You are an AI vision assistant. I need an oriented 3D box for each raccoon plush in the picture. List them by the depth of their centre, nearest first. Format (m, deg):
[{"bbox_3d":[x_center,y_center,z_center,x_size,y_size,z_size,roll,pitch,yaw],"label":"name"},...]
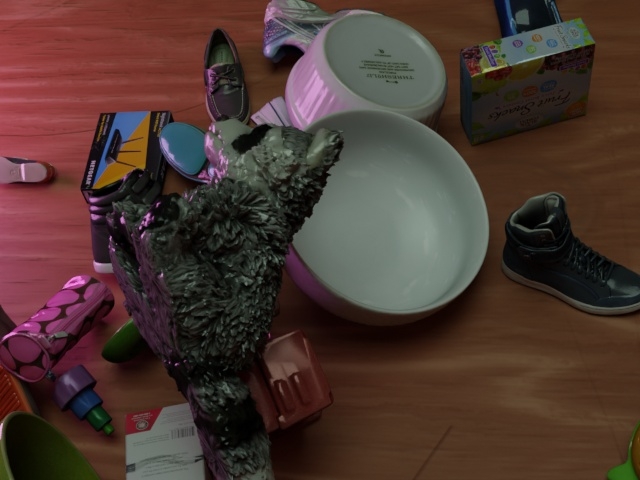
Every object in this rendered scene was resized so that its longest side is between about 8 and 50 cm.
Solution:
[{"bbox_3d":[-0.070,0.065,1.324,0.299,0.447,0.216,-22,11,-26],"label":"raccoon plush"}]

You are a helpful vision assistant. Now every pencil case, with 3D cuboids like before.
[{"bbox_3d":[-0.382,0.124,1.576,0.095,0.098,0.209,42,30,-6],"label":"pencil case"}]

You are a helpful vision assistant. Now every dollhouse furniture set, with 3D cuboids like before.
[{"bbox_3d":[-0.127,0.096,1.460,0.152,0.201,0.374,-22,77,-10],"label":"dollhouse furniture set"}]

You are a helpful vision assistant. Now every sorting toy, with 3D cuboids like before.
[{"bbox_3d":[-0.220,0.156,1.587,0.365,0.127,0.126,-40,81,-22],"label":"sorting toy"}]

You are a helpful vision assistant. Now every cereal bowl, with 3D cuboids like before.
[{"bbox_3d":[0.073,-0.022,1.600,0.338,0.141,0.339,8,63,-17],"label":"cereal bowl"}]

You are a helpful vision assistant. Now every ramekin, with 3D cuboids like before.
[{"bbox_3d":[0.085,-0.255,1.760,0.272,0.127,0.273,10,53,-14],"label":"ramekin"}]

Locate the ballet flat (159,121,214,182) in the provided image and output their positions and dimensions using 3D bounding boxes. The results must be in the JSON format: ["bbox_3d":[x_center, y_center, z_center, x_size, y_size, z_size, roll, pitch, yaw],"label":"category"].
[{"bbox_3d":[-0.170,-0.122,1.784,0.247,0.087,0.083,29,88,35],"label":"ballet flat"}]

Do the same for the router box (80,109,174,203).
[{"bbox_3d":[-0.332,-0.146,1.854,0.133,0.046,0.179,-2,53,8],"label":"router box"}]

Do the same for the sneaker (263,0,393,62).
[{"bbox_3d":[0.029,-0.350,1.936,0.282,0.110,0.122,11,78,13],"label":"sneaker"}]

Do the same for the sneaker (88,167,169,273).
[{"bbox_3d":[-0.232,-0.048,1.687,0.295,0.147,0.104,-12,20,1],"label":"sneaker"}]

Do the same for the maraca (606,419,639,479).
[{"bbox_3d":[0.453,0.284,1.374,0.186,0.099,0.127,-51,56,3],"label":"maraca"}]

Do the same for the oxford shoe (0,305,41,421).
[{"bbox_3d":[-0.470,0.182,1.598,0.097,0.098,0.271,-43,69,28],"label":"oxford shoe"}]

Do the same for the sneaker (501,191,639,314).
[{"bbox_3d":[0.372,0.019,1.544,0.226,0.163,0.086,17,56,19],"label":"sneaker"}]

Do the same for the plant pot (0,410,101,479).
[{"bbox_3d":[-0.429,0.408,1.335,0.293,0.275,0.275,-34,54,2],"label":"plant pot"}]

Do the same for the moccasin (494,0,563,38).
[{"bbox_3d":[0.379,-0.476,1.958,0.116,0.138,0.342,-3,67,1],"label":"moccasin"}]

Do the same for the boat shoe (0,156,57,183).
[{"bbox_3d":[-0.531,-0.124,1.873,0.137,0.049,0.043,4,12,15],"label":"boat shoe"}]

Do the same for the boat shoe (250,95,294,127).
[{"bbox_3d":[-0.055,-0.154,1.807,0.075,0.083,0.226,-30,42,1],"label":"boat shoe"}]

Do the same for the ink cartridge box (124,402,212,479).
[{"bbox_3d":[-0.209,0.310,1.476,0.109,0.063,0.151,-10,53,1],"label":"ink cartridge box"}]

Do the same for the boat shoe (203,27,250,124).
[{"bbox_3d":[-0.176,-0.293,1.923,0.080,0.073,0.224,-12,52,0],"label":"boat shoe"}]

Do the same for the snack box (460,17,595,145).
[{"bbox_3d":[0.335,-0.258,1.751,0.207,0.174,0.070,-14,55,-3],"label":"snack box"}]
